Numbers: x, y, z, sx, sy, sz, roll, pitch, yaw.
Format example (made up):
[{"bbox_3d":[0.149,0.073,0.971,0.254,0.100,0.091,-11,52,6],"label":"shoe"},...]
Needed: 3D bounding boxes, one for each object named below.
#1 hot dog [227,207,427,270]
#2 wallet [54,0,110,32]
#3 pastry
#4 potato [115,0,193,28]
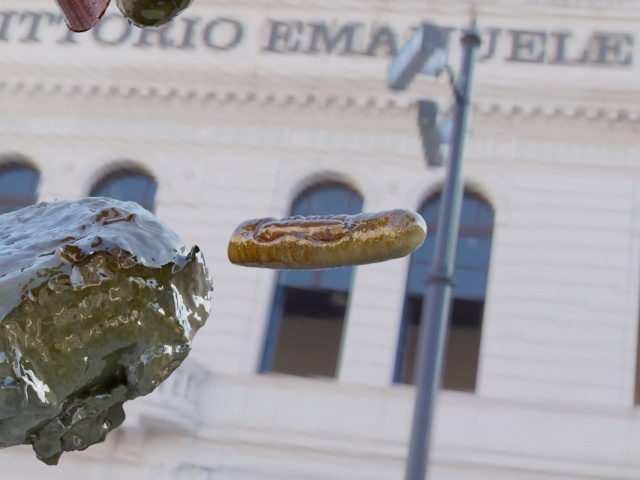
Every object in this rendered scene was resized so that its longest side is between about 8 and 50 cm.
[{"bbox_3d":[0.000,-0.001,0.896,0.137,0.044,0.028,0,-47,36],"label":"hot dog"},{"bbox_3d":[-0.144,-0.224,0.942,0.045,0.142,0.204,18,-10,6],"label":"wallet"},{"bbox_3d":[-0.196,0.060,0.950,0.235,0.257,0.121,-3,-68,43],"label":"pastry"},{"bbox_3d":[-0.089,-0.154,0.859,0.046,0.045,0.092,15,-41,-15],"label":"potato"}]
